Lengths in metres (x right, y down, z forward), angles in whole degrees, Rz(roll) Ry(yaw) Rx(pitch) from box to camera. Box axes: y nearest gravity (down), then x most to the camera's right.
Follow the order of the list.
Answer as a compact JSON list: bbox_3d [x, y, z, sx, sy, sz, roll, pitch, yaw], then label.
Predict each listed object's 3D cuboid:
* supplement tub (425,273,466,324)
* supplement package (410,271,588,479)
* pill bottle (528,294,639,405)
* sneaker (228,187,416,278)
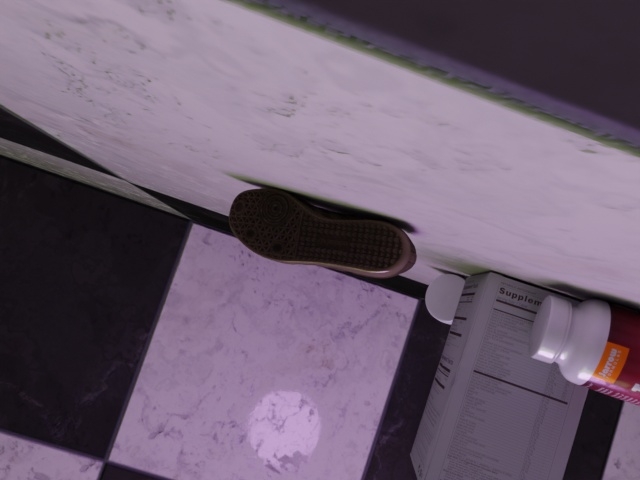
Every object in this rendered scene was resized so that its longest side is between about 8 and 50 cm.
[{"bbox_3d":[0.206,0.092,0.758,0.071,0.071,0.107,15,174,41],"label":"supplement tub"},{"bbox_3d":[0.211,0.174,0.608,0.139,0.244,0.134,19,175,6],"label":"supplement package"},{"bbox_3d":[0.285,0.106,0.494,0.152,0.086,0.086,17,175,13],"label":"pill bottle"},{"bbox_3d":[0.000,0.000,0.503,0.188,0.066,0.071,17,176,24],"label":"sneaker"}]
